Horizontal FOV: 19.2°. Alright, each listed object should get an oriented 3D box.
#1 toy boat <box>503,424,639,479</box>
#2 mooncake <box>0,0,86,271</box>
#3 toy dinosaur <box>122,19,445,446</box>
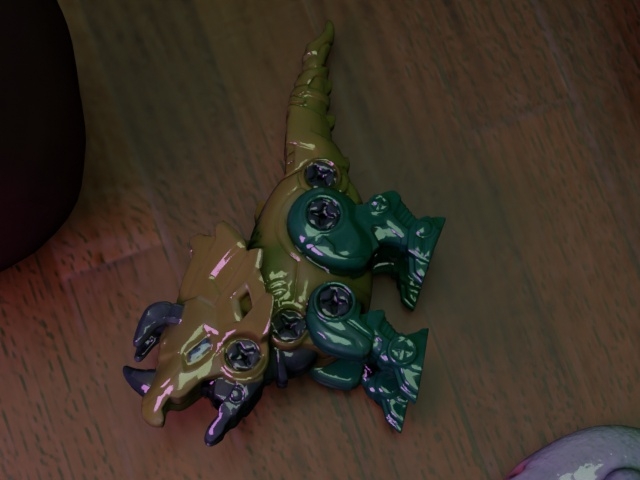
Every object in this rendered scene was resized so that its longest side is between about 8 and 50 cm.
[{"bbox_3d":[0.130,0.193,0.996,0.134,0.079,0.207,29,81,10],"label":"toy boat"},{"bbox_3d":[-0.299,-0.052,0.941,0.326,0.334,0.174,-24,72,36],"label":"mooncake"},{"bbox_3d":[0.000,0.000,1.040,0.153,0.094,0.259,19,69,1],"label":"toy dinosaur"}]
